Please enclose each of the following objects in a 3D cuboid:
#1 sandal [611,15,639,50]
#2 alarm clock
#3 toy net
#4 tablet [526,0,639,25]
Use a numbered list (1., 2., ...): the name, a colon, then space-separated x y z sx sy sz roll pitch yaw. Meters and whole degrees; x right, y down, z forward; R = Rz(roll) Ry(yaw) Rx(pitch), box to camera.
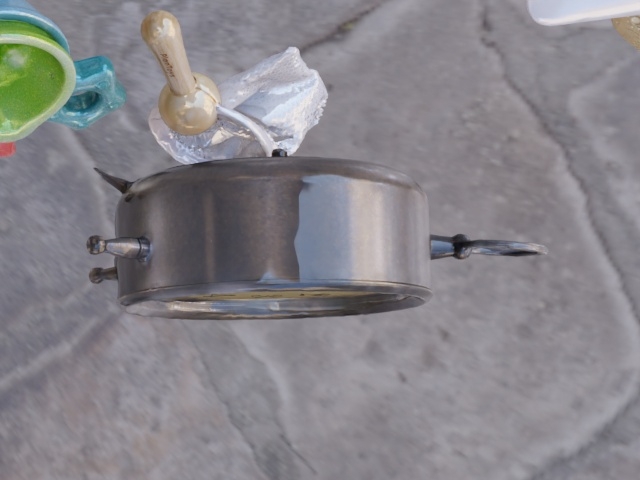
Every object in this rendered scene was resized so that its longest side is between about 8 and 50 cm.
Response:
1. sandal: 0.348 -0.133 1.476 0.240 0.088 0.079 29 55 13
2. alarm clock: 0.000 0.000 0.714 0.192 0.129 0.064 3 82 -8
3. toy net: -0.091 -0.050 0.757 0.232 0.045 0.122 9 139 -42
4. tablet: 0.074 -0.067 0.289 0.083 0.006 0.054 -7 107 1
